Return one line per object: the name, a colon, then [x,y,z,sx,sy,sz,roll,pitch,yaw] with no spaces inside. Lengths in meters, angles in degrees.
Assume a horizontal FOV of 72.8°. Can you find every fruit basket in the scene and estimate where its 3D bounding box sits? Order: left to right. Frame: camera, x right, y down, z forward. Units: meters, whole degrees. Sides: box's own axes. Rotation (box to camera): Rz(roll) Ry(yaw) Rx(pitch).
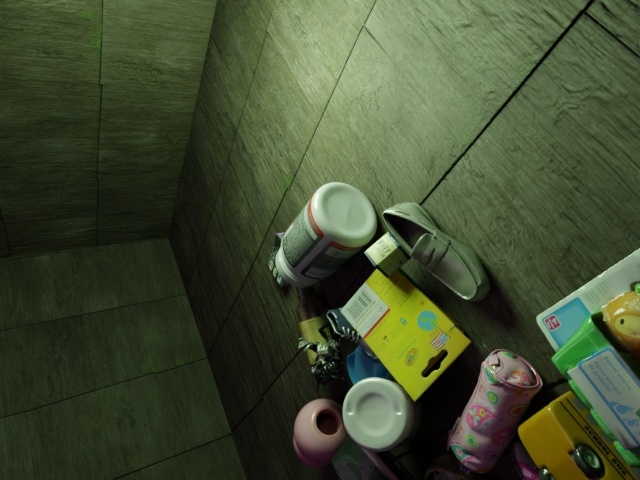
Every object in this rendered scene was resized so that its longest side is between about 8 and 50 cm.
fruit basket: [0.537,0.163,0.617,0.353,0.165,0.327,-55,52,43]

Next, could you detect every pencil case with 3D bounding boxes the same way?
pencil case: [0.373,0.380,0.954,0.124,0.124,0.284,43,131,44]

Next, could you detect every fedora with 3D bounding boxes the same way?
fedora: [0.148,0.654,1.204,0.334,0.152,0.334,45,171,10]

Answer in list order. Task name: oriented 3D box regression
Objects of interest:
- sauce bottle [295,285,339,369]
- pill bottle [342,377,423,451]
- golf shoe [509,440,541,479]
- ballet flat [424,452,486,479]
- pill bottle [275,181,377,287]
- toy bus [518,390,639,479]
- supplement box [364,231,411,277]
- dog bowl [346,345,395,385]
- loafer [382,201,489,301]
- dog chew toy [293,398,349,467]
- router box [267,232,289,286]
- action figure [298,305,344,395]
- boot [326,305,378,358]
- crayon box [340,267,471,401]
sauce bottle: [-0.021,0.291,1.546,0.111,0.111,0.345,-30,73,55]
pill bottle: [0.174,0.442,1.111,0.161,0.283,0.162,-8,67,20]
golf shoe: [0.470,0.503,0.901,0.086,0.067,0.186,-38,53,16]
ballet flat: [0.384,0.621,1.001,0.348,0.123,0.123,14,109,55]
pill bottle: [0.000,0.000,1.353,0.363,0.210,0.210,-46,59,51]
toy bus: [0.506,0.448,0.758,0.333,0.130,0.108,56,139,33]
supplement box: [0.174,0.038,1.118,0.083,0.083,0.056,-41,50,8]
dog bowl: [0.161,0.327,1.310,0.166,0.074,0.298,23,117,53]
loafer: [0.265,0.026,1.042,0.319,0.111,0.112,51,136,38]
dog chew toy: [-0.006,0.707,1.555,0.207,0.206,0.332,58,149,31]
router box: [-0.154,0.078,1.757,0.133,0.046,0.179,53,137,37]
action figure: [0.009,0.350,1.402,0.164,0.140,0.276,-6,65,47]
boot: [0.093,0.270,1.253,0.190,0.086,0.069,51,136,38]
crayon box: [0.216,0.223,1.115,0.202,0.081,0.318,-50,49,10]
